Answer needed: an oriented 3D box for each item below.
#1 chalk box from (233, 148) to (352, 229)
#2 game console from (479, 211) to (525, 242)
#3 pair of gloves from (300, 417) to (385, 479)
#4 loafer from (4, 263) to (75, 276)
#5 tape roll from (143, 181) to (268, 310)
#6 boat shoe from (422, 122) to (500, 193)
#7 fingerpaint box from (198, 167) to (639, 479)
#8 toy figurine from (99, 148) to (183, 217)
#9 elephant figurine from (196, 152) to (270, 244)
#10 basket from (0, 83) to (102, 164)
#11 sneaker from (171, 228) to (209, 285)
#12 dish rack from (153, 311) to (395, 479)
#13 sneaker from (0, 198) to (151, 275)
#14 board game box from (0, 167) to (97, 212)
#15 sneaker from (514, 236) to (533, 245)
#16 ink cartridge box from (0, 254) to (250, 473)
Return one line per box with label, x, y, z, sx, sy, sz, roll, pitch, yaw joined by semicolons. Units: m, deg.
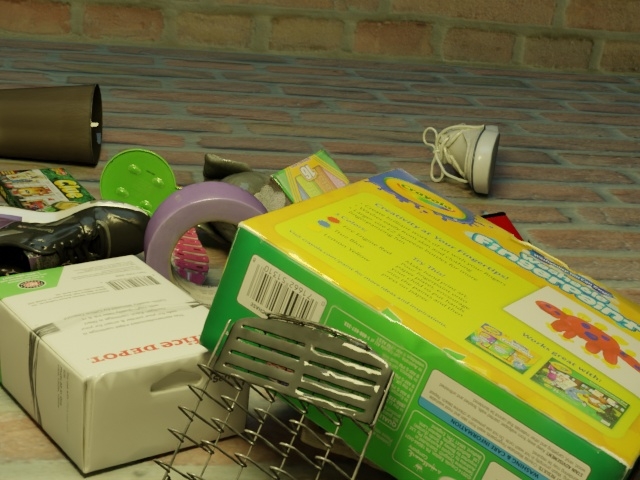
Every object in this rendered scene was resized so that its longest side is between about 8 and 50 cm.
chalk box;0.000;0.000;1.628;0.213;0.132;0.132;52;43;6
game console;0.265;0.000;1.960;0.144;0.085;0.124;-9;55;-34
pair of gloves;0.075;0.257;1.139;0.204;0.042;0.240;10;26;-4
loafer;-0.325;0.072;1.498;0.220;0.078;0.080;-3;21;-23
tape roll;-0.147;0.020;1.529;0.189;0.189;0.080;1;19;-12
boat shoe;0.287;-0.189;2.316;0.156;0.136;0.367;8;17;7
fingerpaint box;0.157;0.117;1.222;0.445;0.163;0.371;31;26;20
toy figurine;-0.288;-0.093;1.954;0.173;0.130;0.159;27;9;-5
elephant figurine;-0.156;-0.056;1.812;0.169;0.186;0.239;-35;37;-31
basket;-0.551;-0.229;2.186;0.226;0.154;0.204;0;22;-5
sneaker;-0.218;0.028;1.689;0.063;0.075;0.170;14;35;-33
dish rack;-0.058;0.193;1.027;0.208;0.271;0.074;16;-20;24
sneaker;-0.385;0.017;1.639;0.283;0.107;0.124;-4;31;-7
board game box;-0.475;-0.075;1.946;0.136;0.030;0.259;-4;22;-30
sneaker;0.317;0.064;1.679;0.051;0.089;0.170;4;19;-5
ink cartridge box;-0.241;0.131;1.289;0.211;0.122;0.289;-9;24;-35
